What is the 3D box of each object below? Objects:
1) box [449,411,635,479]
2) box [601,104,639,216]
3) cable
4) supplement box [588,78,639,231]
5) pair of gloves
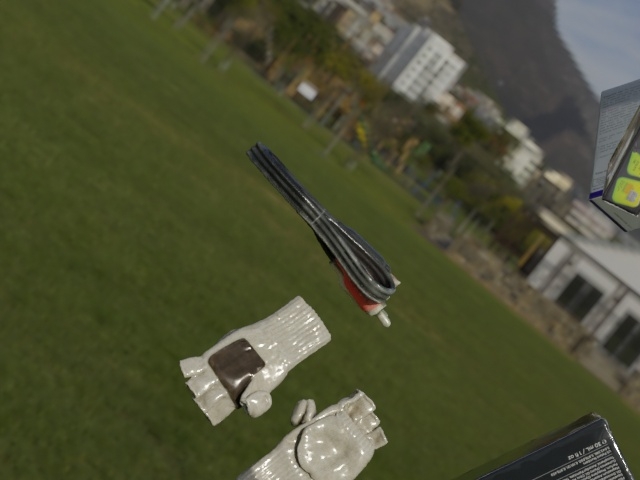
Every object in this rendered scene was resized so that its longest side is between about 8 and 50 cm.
[{"bbox_3d":[0.161,0.285,1.171,0.184,0.261,0.103,65,3,7],"label":"box"},{"bbox_3d":[0.308,-0.131,1.190,0.036,0.207,0.114,26,24,5],"label":"box"},{"bbox_3d":[0.000,0.000,1.759,0.287,0.072,0.139,42,12,-12],"label":"cable"},{"bbox_3d":[0.520,-0.143,2.236,0.114,0.220,0.111,-19,-42,41],"label":"supplement box"},{"bbox_3d":[-0.042,0.208,1.719,0.240,0.204,0.042,59,-20,10],"label":"pair of gloves"}]
